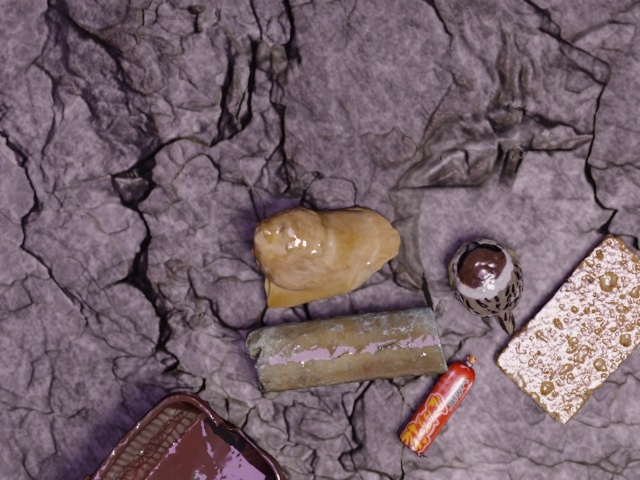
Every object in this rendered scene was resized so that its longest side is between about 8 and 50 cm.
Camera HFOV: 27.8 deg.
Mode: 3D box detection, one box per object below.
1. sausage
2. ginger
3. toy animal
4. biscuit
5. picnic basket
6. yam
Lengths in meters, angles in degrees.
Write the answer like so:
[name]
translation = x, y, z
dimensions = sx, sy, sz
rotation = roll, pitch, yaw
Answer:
[sausage]
translation = 0.158, 0.211, 1.671
dimensions = 0.145, 0.048, 0.050
rotation = -54, 45, 1
[ginger]
translation = 0.004, 0.000, 1.667
dimensions = 0.193, 0.122, 0.115
rotation = -18, 66, 0
[toy animal]
translation = 0.218, 0.063, 1.646
dimensions = 0.098, 0.098, 0.137
rotation = -25, 91, 5
[biscuit]
translation = 0.342, 0.113, 1.662
dimensions = 0.131, 0.025, 0.231
rotation = 43, 93, 5
[picnic basket]
translation = -0.188, 0.348, 1.666
dimensions = 0.222, 0.129, 0.297
rotation = 39, 92, 8
[yam]
translation = 0.032, 0.142, 1.667
dimensions = 0.259, 0.093, 0.093
rotation = -8, 87, 7
